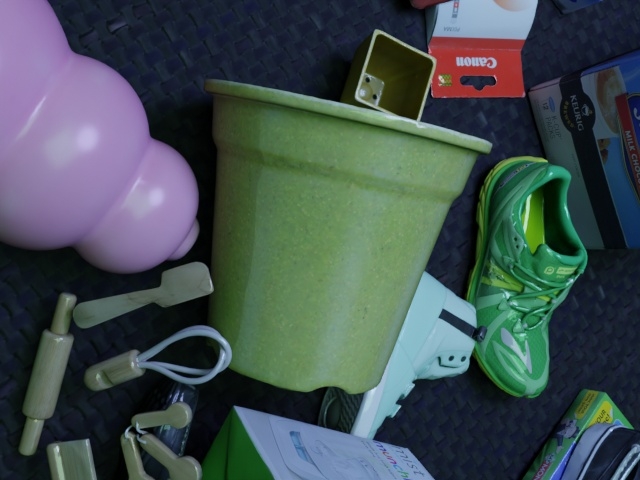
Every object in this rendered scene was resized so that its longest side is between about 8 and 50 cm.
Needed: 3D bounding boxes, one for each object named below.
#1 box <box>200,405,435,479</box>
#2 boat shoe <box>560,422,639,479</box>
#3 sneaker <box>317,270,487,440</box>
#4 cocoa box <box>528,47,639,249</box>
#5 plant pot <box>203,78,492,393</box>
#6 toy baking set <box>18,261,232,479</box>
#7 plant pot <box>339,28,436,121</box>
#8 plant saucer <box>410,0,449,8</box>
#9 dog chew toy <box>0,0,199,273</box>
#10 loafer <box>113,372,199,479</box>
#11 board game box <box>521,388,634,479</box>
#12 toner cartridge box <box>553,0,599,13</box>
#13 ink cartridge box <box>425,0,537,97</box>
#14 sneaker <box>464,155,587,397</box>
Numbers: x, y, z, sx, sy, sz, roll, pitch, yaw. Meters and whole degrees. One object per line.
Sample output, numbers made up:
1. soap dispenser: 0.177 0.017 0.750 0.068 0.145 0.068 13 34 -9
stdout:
1. box: -0.026 0.320 0.677 0.231 0.127 0.262 22 101 -33
2. boat shoe: 0.326 0.363 0.832 0.113 0.105 0.306 42 70 -17
3. sneaker: 0.099 0.164 0.807 0.151 0.094 0.256 26 82 -24
4. cocoa box: 0.491 -0.149 0.897 0.347 0.228 0.232 -21 98 -22
5. plant pot: 0.000 0.000 0.694 0.276 0.276 0.254 9 99 -23
6. toy baking set: -0.182 0.132 0.659 0.196 0.030 0.256 13 93 15
7. plant pot: 0.065 -0.173 0.794 0.081 0.083 0.081 20 83 -23
8. plant saucer: 0.198 -0.421 0.794 0.259 0.048 0.259 -18 105 -10
9. dog chew toy: -0.246 -0.087 0.609 0.332 0.206 0.207 38 76 -28
10. loafer: -0.165 0.243 0.709 0.078 0.076 0.223 22 87 -27
11. board game box: 0.330 0.384 0.917 0.317 0.046 0.213 -47 107 -21
12. toner cartridge box: 0.266 -0.472 0.882 0.348 0.075 0.165 44 76 -17
13. ink cartridge box: 0.199 -0.269 0.873 0.145 0.045 0.179 -5 90 -22
14. sneaker: 0.245 0.045 0.851 0.109 0.123 0.296 0 91 -23
